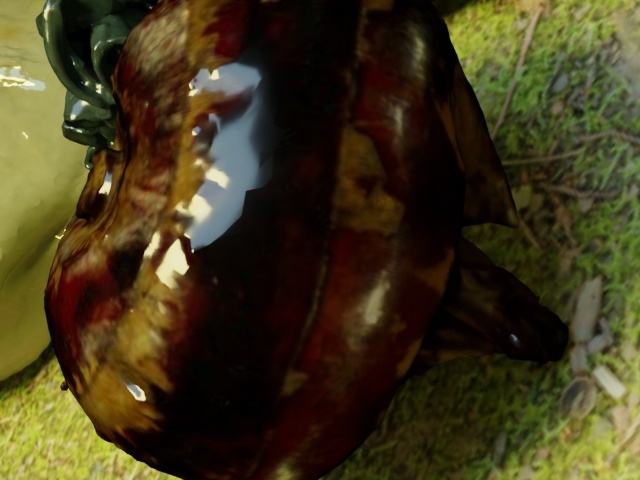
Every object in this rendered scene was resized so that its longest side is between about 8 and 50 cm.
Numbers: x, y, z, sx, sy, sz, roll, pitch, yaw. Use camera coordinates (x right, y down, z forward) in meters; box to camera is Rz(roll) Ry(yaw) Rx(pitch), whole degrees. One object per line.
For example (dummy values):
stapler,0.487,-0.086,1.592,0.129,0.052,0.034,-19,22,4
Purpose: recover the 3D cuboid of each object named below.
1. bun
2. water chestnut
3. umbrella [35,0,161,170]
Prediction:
bun,-0.270,-0.070,1.405,0.361,0.213,0.361,-26,50,35
water chestnut,0.000,0.000,1.073,0.300,0.300,0.300,-26,49,33
umbrella,-0.134,-0.204,1.279,0.143,0.094,0.349,107,163,-54
